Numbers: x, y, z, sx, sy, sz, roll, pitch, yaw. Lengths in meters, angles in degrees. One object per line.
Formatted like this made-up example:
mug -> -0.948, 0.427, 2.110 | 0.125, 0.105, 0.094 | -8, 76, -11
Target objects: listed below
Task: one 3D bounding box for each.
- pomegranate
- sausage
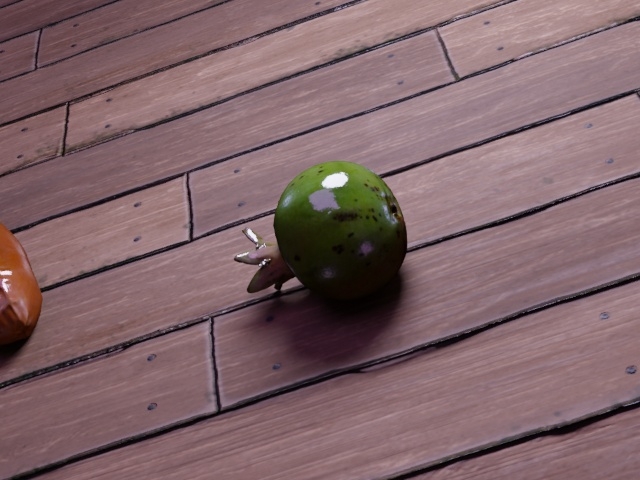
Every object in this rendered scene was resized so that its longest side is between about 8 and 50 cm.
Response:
pomegranate -> 0.000, 0.000, 1.587 | 0.224, 0.181, 0.181 | -28, 30, 27
sausage -> -0.478, 0.055, 1.790 | 0.133, 0.133, 0.258 | -27, 36, -7
